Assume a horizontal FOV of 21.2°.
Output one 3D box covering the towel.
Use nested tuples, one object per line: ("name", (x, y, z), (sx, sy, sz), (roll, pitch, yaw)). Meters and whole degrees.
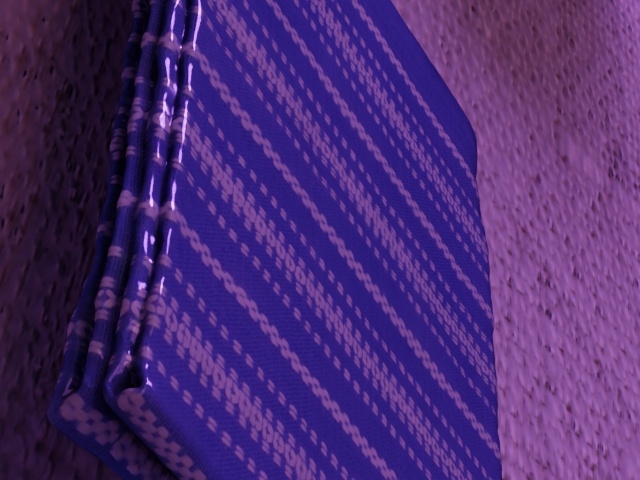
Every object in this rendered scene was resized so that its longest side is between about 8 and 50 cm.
("towel", (0.000, 0.000, 0.613), (0.243, 0.040, 0.336), (51, 27, -37))
